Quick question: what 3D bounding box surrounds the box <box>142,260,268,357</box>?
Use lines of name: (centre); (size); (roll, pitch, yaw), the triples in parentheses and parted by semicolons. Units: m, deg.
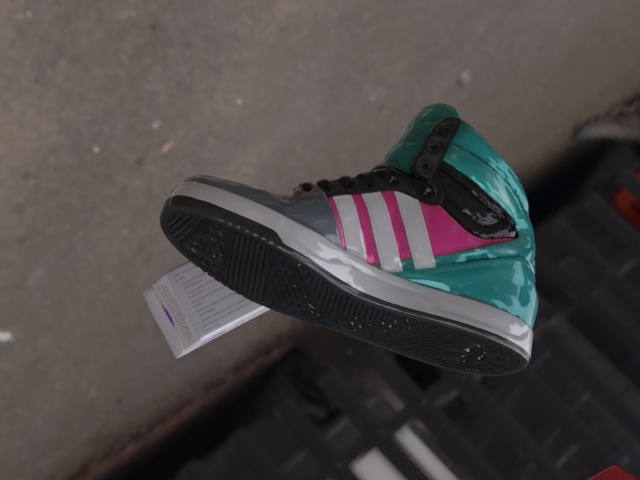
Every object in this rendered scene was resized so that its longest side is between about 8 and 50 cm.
box: (0.000, 0.000, 1.305); (0.324, 0.067, 0.063); (-28, 175, -31)

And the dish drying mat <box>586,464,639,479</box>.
dish drying mat: (0.168, 0.157, 0.909); (0.083, 0.032, 0.008); (-16, 128, -49)

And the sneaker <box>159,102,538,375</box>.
sneaker: (0.039, -0.030, 1.134); (0.124, 0.295, 0.178); (136, -27, -60)
